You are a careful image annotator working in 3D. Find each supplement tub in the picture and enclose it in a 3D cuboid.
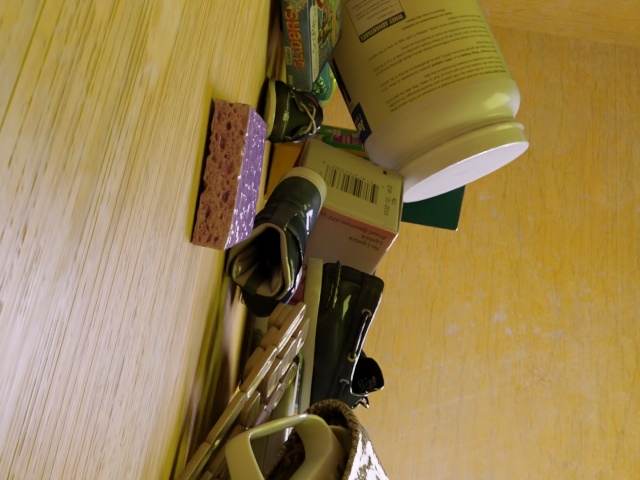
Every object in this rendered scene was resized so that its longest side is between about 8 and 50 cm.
[{"bbox_3d":[0.145,-0.243,1.180,0.235,0.235,0.324,99,-30,-79],"label":"supplement tub"}]

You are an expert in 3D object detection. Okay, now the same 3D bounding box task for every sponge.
[{"bbox_3d":[-0.076,-0.057,0.728,0.210,0.031,0.117,-93,-168,-87],"label":"sponge"}]

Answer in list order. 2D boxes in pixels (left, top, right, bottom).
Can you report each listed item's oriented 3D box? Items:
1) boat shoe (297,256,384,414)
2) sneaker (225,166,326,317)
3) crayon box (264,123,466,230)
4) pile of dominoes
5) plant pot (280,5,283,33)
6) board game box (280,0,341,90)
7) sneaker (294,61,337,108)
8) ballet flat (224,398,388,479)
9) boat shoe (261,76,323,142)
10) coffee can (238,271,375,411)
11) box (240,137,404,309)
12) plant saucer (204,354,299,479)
[{"bbox_3d":[0.029,0.168,1.065,0.127,0.113,0.340,-86,179,-58],"label":"boat shoe"},{"bbox_3d":[-0.068,0.040,0.966,0.163,0.086,0.226,-67,176,-54],"label":"sneaker"},{"bbox_3d":[0.077,-0.127,1.452,0.363,0.313,0.106,-81,179,-76],"label":"crayon box"},{"bbox_3d":[-0.092,0.182,0.852,0.251,0.040,0.196,-54,166,-32],"label":"pile of dominoes"},{"bbox_3d":[-0.026,-0.382,1.119,0.236,0.032,0.236,-171,-90,-90],"label":"plant pot"},{"bbox_3d":[-0.010,-0.305,0.988,0.201,0.035,0.136,88,19,-45],"label":"board game box"},{"bbox_3d":[-0.023,-0.306,1.437,0.240,0.091,0.126,99,18,-47],"label":"sneaker"},{"bbox_3d":[-0.056,0.270,0.736,0.483,0.164,0.182,-32,106,-69],"label":"ballet flat"},{"bbox_3d":[-0.036,-0.171,1.079,0.233,0.079,0.084,-68,167,-80],"label":"boat shoe"},{"bbox_3d":[-0.019,0.129,1.368,0.201,0.202,0.275,-82,-179,-85],"label":"coffee can"},{"bbox_3d":[0.000,0.000,1.122,0.126,0.149,0.232,-79,-167,-47],"label":"box"},{"bbox_3d":[-0.103,0.347,1.098,0.400,0.101,0.400,8,90,-89],"label":"plant saucer"}]
